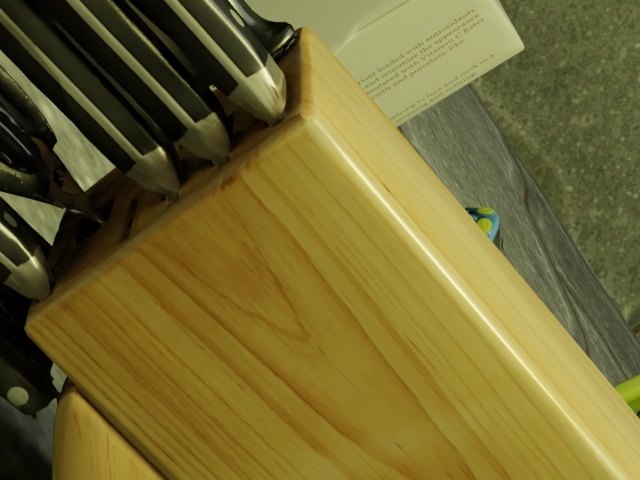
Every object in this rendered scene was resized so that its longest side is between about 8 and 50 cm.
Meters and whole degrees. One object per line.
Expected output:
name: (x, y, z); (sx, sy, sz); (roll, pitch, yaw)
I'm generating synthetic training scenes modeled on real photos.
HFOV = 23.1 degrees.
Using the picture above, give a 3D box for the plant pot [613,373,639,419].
plant pot: (0.347, 0.239, 1.321); (0.207, 0.227, 0.228); (55, 10, -48)

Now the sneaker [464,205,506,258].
sneaker: (0.140, 0.034, 1.375); (0.188, 0.067, 0.078); (-108, -177, -52)

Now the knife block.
knife block: (0.000, 0.000, 0.432); (0.088, 0.276, 0.242); (-90, -174, -66)

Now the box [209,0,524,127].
box: (-0.009, -0.154, 0.917); (0.119, 0.181, 0.182); (37, 25, -61)
